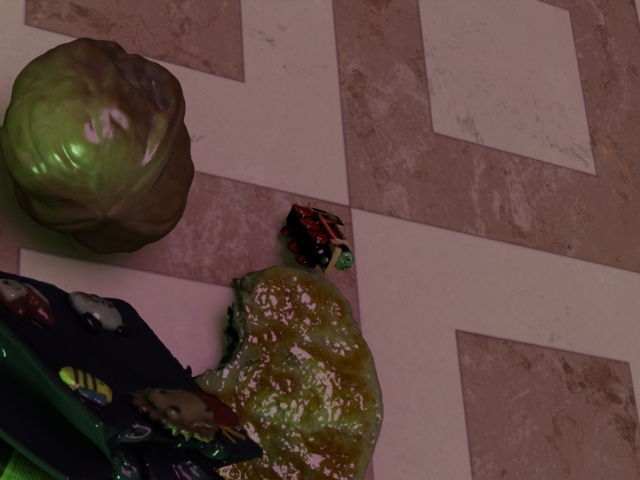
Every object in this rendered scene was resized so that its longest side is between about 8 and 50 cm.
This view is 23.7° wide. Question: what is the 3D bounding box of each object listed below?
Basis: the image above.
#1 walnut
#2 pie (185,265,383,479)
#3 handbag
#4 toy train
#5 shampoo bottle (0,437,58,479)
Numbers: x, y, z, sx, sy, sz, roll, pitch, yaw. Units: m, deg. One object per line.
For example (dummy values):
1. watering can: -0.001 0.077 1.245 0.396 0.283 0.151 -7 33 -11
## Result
1. walnut: -0.273 -0.116 1.875 0.227 0.273 0.273 -3 63 -1
2. pie: -0.051 0.202 1.956 0.296 0.078 0.371 41 51 -8
3. handbag: -0.245 0.159 1.657 0.329 0.122 0.303 35 9 32
4. toy train: 0.000 0.000 2.080 0.087 0.050 0.138 14 23 -26
5. shampoo bottle: -0.348 0.277 1.691 0.284 0.101 0.101 32 51 -16
